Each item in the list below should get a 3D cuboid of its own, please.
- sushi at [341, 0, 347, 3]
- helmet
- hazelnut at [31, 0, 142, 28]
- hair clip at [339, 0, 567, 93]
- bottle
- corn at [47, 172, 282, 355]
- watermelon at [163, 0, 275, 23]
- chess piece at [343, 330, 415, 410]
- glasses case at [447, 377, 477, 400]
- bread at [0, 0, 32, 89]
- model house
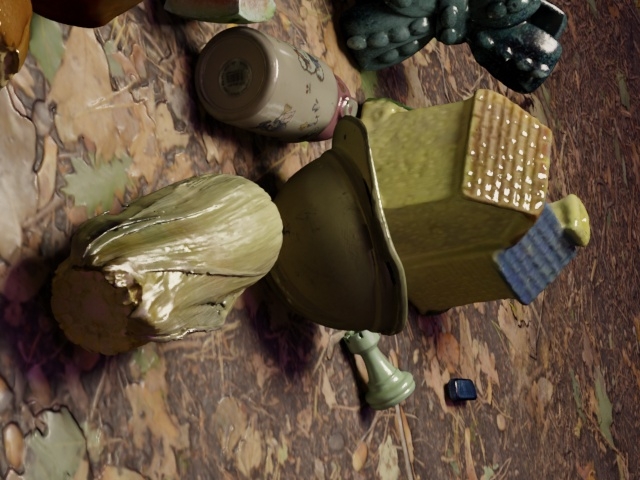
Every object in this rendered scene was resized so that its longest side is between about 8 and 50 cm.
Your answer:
[{"bbox_3d":[-0.040,-0.522,1.759,0.359,0.064,0.343,11,69,-63],"label":"sushi"},{"bbox_3d":[-0.004,-0.003,1.513,0.204,0.137,0.257,144,-68,-75],"label":"helmet"},{"bbox_3d":[-0.204,-0.316,1.194,0.217,0.217,0.251,50,60,-43],"label":"hazelnut"},{"bbox_3d":[0.188,-0.330,1.839,0.194,0.310,0.206,-73,170,-46],"label":"hair clip"},{"bbox_3d":[-0.042,-0.170,1.543,0.233,0.110,0.109,12,68,-61],"label":"bottle"},{"bbox_3d":[-0.136,0.017,1.247,0.305,0.122,0.123,-36,130,-61],"label":"corn"},{"bbox_3d":[-0.111,-0.291,1.420,0.121,0.098,0.158,-68,161,-50],"label":"watermelon"},{"bbox_3d":[0.070,0.156,1.679,0.103,0.067,0.067,62,29,-12],"label":"chess piece"},{"bbox_3d":[0.205,0.220,1.961,0.083,0.023,0.033,14,61,-63],"label":"glasses case"},{"bbox_3d":[-0.333,-0.240,0.939,0.344,0.149,0.195,60,32,-33],"label":"bread"},{"bbox_3d":[0.216,-0.065,1.844,0.321,0.266,0.261,49,42,-45],"label":"model house"}]
